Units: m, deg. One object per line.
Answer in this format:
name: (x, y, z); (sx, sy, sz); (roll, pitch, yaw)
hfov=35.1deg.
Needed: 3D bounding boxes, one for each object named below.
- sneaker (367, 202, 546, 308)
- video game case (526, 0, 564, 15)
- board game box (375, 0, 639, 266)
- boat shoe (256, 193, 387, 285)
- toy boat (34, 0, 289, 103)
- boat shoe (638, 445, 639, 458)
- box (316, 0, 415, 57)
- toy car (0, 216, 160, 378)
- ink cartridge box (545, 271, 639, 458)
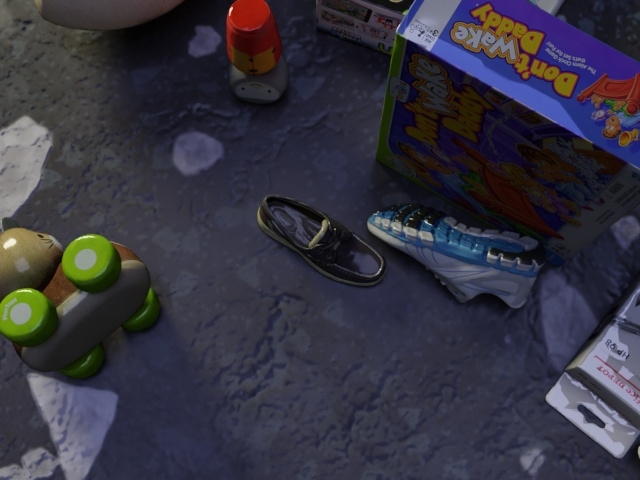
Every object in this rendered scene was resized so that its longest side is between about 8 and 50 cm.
sneaker: (0.133, 0.022, 1.051); (0.190, 0.083, 0.071); (20, 34, 21)
video game case: (0.199, -0.426, 1.162); (0.300, 0.036, 0.329); (32, 79, 7)
board game box: (0.176, -0.096, 0.931); (0.233, 0.347, 0.078); (31, 80, 7)
boat shoe: (0.000, 0.000, 1.061); (0.152, 0.049, 0.056); (26, 79, 5)
toy boat: (-0.155, -0.277, 1.088); (0.267, 0.148, 0.318); (-41, 73, -13)
boat shoe: (0.409, 0.184, 1.017); (0.184, 0.066, 0.063); (-37, 94, -10)
box: (0.096, -0.228, 1.078); (0.207, 0.114, 0.036); (21, 78, 4)
toy car: (-0.276, 0.023, 1.014); (0.149, 0.155, 0.188); (-41, 68, -8)
ink cartridge box: (0.326, 0.122, 1.029); (0.104, 0.060, 0.180); (39, 80, 7)
